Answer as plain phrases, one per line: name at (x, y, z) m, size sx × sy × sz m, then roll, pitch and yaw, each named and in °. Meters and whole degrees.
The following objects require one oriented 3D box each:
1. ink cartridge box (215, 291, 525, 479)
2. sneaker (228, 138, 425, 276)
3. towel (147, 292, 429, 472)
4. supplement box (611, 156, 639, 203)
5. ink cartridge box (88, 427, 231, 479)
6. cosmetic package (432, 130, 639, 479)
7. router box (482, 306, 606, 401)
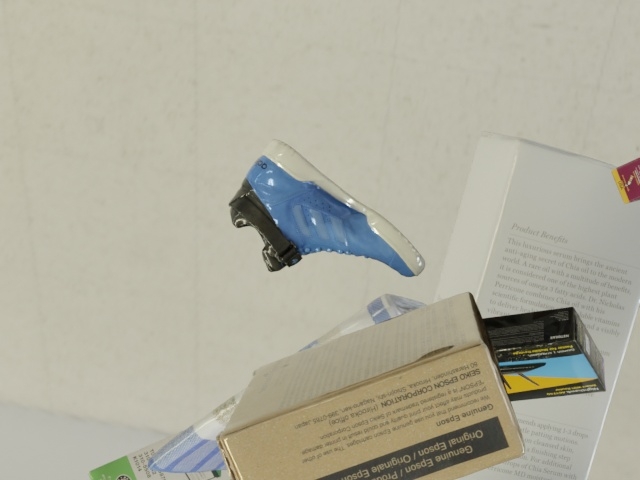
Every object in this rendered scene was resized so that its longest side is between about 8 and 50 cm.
ink cartridge box at (0.041, 0.123, 1.028) m, size 0.193 × 0.235 × 0.088 m, roll -21°, pitch 95°, yaw 7°
sneaker at (0.000, 0.000, 1.056) m, size 0.152 × 0.058 × 0.085 m, roll 37°, pitch 88°, yaw -4°
towel at (-0.013, 0.145, 1.343) m, size 0.285 × 0.034 × 0.209 m, roll -35°, pitch 163°, yaw 11°
supplement box at (0.374, -0.077, 1.536) m, size 0.083 × 0.055 × 0.043 m, roll -26°, pitch 81°, yaw 40°
ink cartridge box at (-0.152, 0.316, 1.707) m, size 0.219 × 0.160 × 0.092 m, roll -23°, pitch 164°, yaw -11°
cosmetic package at (0.276, 0.104, 1.849) m, size 0.230 × 0.161 × 0.453 m, roll 15°, pitch 95°, yaw -15°
router box at (0.210, 0.130, 1.521) m, size 0.178 × 0.046 × 0.133 m, roll -9°, pitch 147°, yaw 23°
